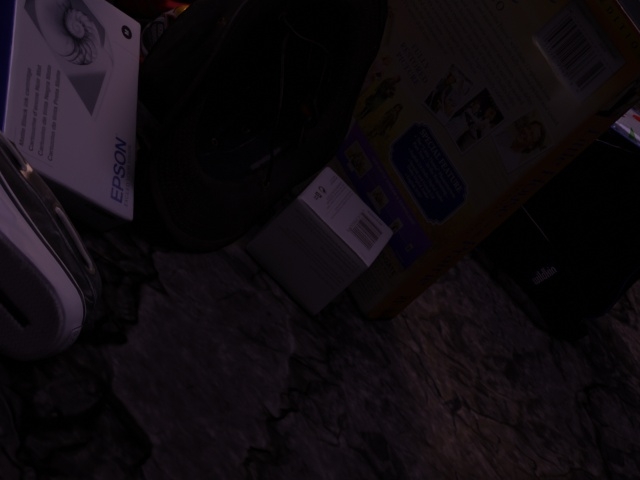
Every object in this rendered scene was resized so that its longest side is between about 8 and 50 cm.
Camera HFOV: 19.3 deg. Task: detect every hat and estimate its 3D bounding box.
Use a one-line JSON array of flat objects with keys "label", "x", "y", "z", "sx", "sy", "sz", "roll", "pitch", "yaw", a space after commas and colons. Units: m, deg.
[{"label": "hat", "x": -0.084, "y": -0.159, "z": 1.803, "sx": 0.134, "sy": 0.331, "sz": 0.331, "roll": 34, "pitch": 21, "yaw": 25}]

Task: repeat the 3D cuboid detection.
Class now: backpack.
[{"label": "backpack", "x": 0.298, "y": -0.073, "z": 2.245, "sx": 0.263, "sy": 0.276, "sz": 0.213, "roll": 37, "pitch": 23, "yaw": -5}]

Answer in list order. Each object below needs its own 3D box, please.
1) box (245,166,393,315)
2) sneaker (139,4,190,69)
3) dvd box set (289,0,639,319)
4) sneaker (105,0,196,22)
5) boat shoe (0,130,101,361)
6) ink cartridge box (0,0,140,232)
[{"label": "box", "x": 0.000, "y": 0.000, "z": 1.886, "sx": 0.102, "sy": 0.087, "sz": 0.101, "roll": 45, "pitch": 27, "yaw": -3}, {"label": "sneaker", "x": -0.100, "y": -0.145, "z": 1.931, "sx": 0.225, "sy": 0.092, "sz": 0.088, "roll": 48, "pitch": 26, "yaw": -1}, {"label": "dvd box set", "x": 0.126, "y": -0.163, "z": 1.922, "sx": 0.062, "sy": 0.420, "sz": 0.308, "roll": 4, "pitch": 49, "yaw": -53}, {"label": "sneaker", "x": -0.118, "y": -0.271, "z": 2.022, "sx": 0.279, "sy": 0.118, "sz": 0.107, "roll": -11, "pitch": 101, "yaw": -51}, {"label": "boat shoe", "x": -0.303, "y": -0.050, "z": 1.514, "sx": 0.335, "sy": 0.121, "sz": 0.119, "roll": 56, "pitch": 19, "yaw": -6}, {"label": "ink cartridge box", "x": -0.252, "y": -0.146, "z": 1.670, "sx": 0.224, "sy": 0.045, "sz": 0.223, "roll": 28, "pitch": 50, "yaw": -43}]
